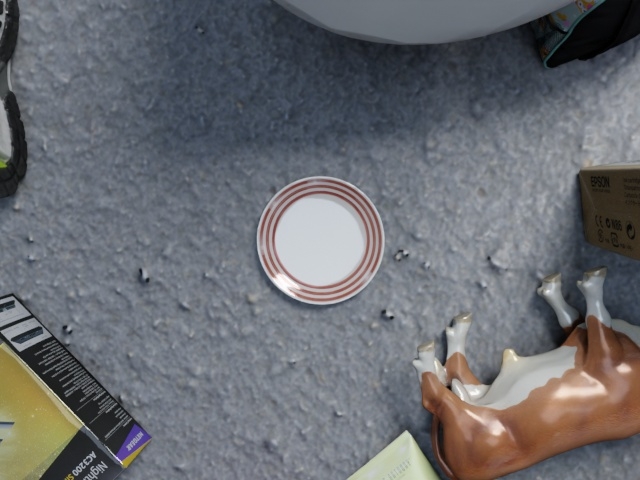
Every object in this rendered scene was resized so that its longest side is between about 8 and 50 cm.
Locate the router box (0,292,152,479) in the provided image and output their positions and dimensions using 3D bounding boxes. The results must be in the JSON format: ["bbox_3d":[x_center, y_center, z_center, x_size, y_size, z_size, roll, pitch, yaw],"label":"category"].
[{"bbox_3d":[-0.391,0.255,0.663,0.309,0.081,0.243,-45,91,8],"label":"router box"}]

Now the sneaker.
[{"bbox_3d":[-0.402,-0.194,0.608,0.121,0.111,0.300,1,94,9],"label":"sneaker"}]

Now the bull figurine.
[{"bbox_3d":[0.247,0.139,0.587,0.310,0.101,0.189,-26,89,5],"label":"bull figurine"}]

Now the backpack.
[{"bbox_3d":[0.267,-0.252,0.499,0.165,0.188,0.145,-21,94,7],"label":"backpack"}]

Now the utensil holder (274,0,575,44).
[{"bbox_3d":[0.074,-0.381,0.369,0.327,0.328,0.386,-6,71,6],"label":"utensil holder"}]

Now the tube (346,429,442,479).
[{"bbox_3d":[0.140,0.331,0.638,0.070,0.062,0.240,-38,86,-33],"label":"tube"}]

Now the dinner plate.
[{"bbox_3d":[0.000,0.000,0.635,0.141,0.017,0.141,0,96,4],"label":"dinner plate"}]

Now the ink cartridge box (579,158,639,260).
[{"bbox_3d":[0.360,-0.036,0.489,0.193,0.235,0.088,-9,96,5],"label":"ink cartridge box"}]
